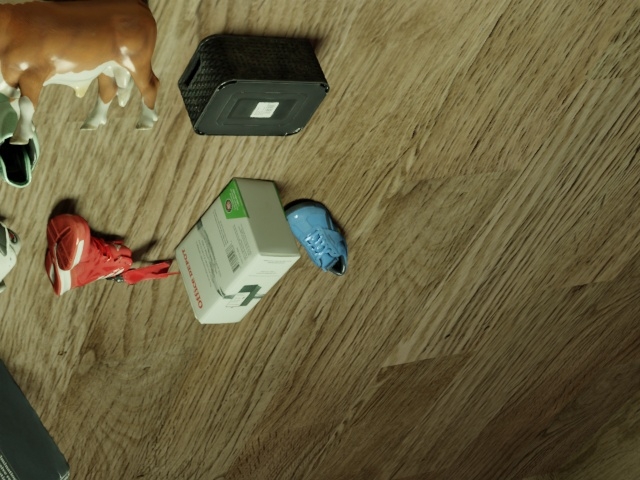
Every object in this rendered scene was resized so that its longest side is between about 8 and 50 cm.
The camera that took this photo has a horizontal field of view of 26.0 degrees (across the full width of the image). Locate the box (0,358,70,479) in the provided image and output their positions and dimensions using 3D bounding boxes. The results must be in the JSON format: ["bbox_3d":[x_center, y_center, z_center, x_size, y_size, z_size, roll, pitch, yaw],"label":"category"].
[{"bbox_3d":[-0.737,0.448,2.238,0.480,0.297,0.472,-30,-176,15],"label":"box"}]

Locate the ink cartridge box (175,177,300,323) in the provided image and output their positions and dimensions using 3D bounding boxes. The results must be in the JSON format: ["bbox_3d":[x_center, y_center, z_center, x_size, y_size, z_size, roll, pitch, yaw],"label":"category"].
[{"bbox_3d":[-0.139,0.020,2.261,0.087,0.153,0.208,3,145,-38],"label":"ink cartridge box"}]

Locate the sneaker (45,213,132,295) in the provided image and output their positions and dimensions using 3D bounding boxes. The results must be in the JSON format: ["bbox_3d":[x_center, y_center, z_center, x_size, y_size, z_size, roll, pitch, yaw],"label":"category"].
[{"bbox_3d":[-0.358,0.005,2.175,0.128,0.087,0.221,-18,166,-25],"label":"sneaker"}]

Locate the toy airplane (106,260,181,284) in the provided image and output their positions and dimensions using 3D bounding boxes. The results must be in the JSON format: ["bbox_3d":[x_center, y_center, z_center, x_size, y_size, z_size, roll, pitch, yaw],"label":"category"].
[{"bbox_3d":[-0.296,0.056,2.308,0.151,0.028,0.151,-11,180,0],"label":"toy airplane"}]

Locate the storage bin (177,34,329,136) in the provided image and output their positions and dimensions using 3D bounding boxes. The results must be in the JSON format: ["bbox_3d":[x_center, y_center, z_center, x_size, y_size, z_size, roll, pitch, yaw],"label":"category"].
[{"bbox_3d":[-0.094,-0.214,1.943,0.180,0.084,0.122,-1,146,-32],"label":"storage bin"}]

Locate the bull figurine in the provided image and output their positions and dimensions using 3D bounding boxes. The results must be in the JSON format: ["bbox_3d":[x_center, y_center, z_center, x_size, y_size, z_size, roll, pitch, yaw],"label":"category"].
[{"bbox_3d":[-0.329,-0.219,1.684,0.310,0.188,0.101,-10,-167,-36],"label":"bull figurine"}]

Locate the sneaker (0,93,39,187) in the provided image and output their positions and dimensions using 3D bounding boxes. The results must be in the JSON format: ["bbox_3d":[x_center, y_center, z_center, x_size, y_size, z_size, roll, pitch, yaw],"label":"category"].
[{"bbox_3d":[-0.433,-0.109,1.817,0.094,0.151,0.256,-10,152,-25],"label":"sneaker"}]

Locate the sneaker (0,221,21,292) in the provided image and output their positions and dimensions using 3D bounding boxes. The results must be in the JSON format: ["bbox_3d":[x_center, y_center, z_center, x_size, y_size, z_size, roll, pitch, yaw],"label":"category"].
[{"bbox_3d":[-0.508,-0.007,2.009,0.146,0.122,0.330,-24,158,-27],"label":"sneaker"}]

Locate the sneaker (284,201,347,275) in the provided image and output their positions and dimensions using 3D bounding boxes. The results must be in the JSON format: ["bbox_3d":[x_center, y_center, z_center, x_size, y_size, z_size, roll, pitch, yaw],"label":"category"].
[{"bbox_3d":[0.000,0.000,2.402,0.069,0.082,0.209,-25,151,10],"label":"sneaker"}]
